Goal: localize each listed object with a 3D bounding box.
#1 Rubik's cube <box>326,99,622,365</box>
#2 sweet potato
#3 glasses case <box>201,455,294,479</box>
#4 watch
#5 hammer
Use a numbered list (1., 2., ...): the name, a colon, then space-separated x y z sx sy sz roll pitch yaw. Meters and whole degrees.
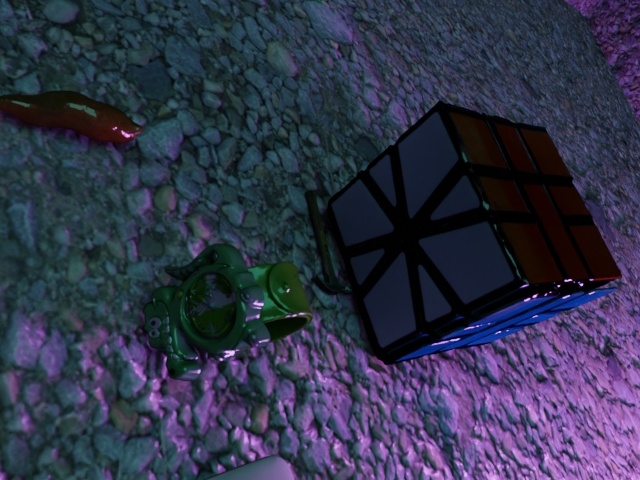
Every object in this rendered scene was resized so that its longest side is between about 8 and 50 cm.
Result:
1. Rubik's cube: 0.220 0.001 0.830 0.283 0.288 0.293 3 59 -39
2. sweet potato: -0.317 -0.158 0.667 0.195 0.056 0.056 6 59 -31
3. glasses case: -0.097 0.275 0.566 0.164 0.041 0.063 -5 65 -40
4. watch: -0.101 0.081 0.640 0.152 0.165 0.131 15 49 -62
5. hammer: 0.000 0.000 0.844 0.062 0.017 0.182 6 58 -37
